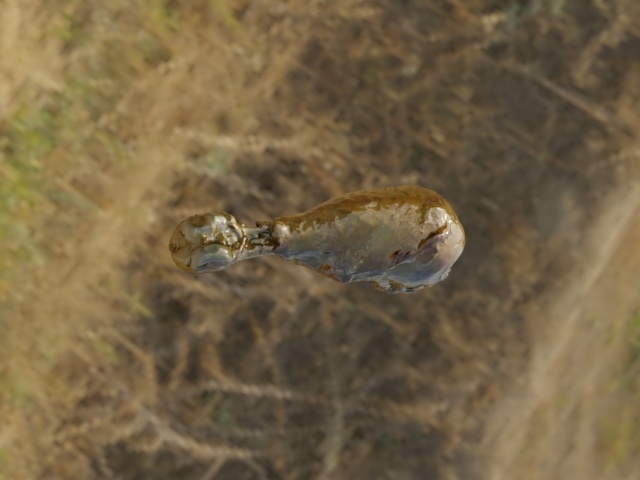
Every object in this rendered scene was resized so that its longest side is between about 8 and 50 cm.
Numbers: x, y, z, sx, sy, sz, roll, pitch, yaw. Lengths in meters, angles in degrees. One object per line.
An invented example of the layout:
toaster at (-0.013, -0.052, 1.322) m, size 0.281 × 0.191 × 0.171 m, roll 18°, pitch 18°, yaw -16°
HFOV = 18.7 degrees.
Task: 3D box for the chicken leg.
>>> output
chicken leg at (-0.001, -0.002, 1.586) m, size 0.251 × 0.087 × 0.107 m, roll -1°, pitch 157°, yaw -24°
